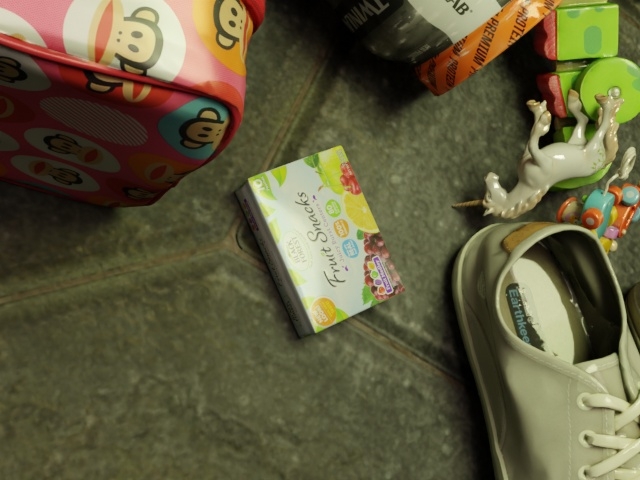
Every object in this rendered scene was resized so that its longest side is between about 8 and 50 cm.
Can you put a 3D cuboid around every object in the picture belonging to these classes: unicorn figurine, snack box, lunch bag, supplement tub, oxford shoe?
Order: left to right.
[{"bbox_3d":[-0.198,-0.115,0.624,0.258,0.293,0.120,15,75,-23],"label":"lunch bag"},{"bbox_3d":[0.000,0.000,0.835,0.100,0.037,0.141,-23,87,-28],"label":"snack box"},{"bbox_3d":[0.060,-0.308,0.853,0.338,0.207,0.207,50,61,-6],"label":"supplement tub"},{"bbox_3d":[0.209,-0.077,0.889,0.162,0.060,0.111,-7,120,-8],"label":"unicorn figurine"},{"bbox_3d":[0.235,0.181,0.822,0.169,0.130,0.449,-11,74,-23],"label":"oxford shoe"}]

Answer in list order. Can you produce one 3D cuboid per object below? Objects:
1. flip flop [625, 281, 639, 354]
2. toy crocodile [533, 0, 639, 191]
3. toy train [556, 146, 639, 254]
[{"bbox_3d":[0.346,0.155,0.925,0.112,0.080,0.277,11,50,-21],"label":"flip flop"},{"bbox_3d":[0.253,-0.216,0.949,0.105,0.115,0.340,-3,101,-1],"label":"toy crocodile"},{"bbox_3d":[0.276,-0.031,0.952,0.046,0.166,0.125,25,83,27],"label":"toy train"}]
